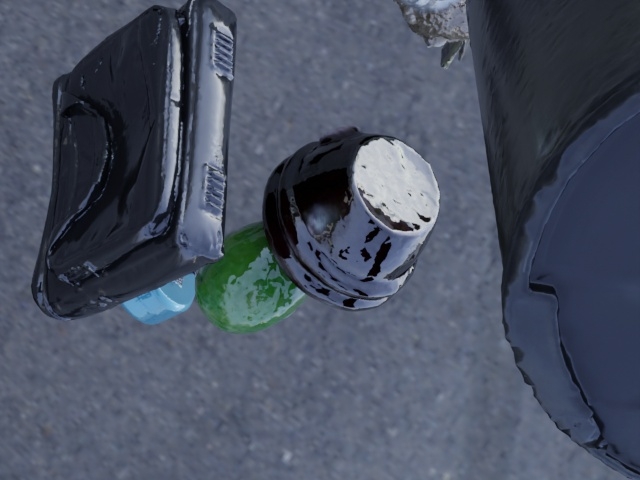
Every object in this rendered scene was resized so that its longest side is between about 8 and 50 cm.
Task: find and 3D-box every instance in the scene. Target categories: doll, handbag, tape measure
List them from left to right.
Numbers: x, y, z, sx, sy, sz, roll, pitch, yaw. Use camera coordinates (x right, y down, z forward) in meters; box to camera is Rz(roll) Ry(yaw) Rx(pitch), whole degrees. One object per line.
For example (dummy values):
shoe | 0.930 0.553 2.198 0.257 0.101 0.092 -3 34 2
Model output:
handbag | -0.179 -0.076 1.439 0.088 0.244 0.275 19 60 -39
tape measure | -0.217 0.040 1.974 0.081 0.125 0.146 -26 137 23
doll | 0.128 -0.257 1.590 0.105 0.115 0.221 -26 150 14

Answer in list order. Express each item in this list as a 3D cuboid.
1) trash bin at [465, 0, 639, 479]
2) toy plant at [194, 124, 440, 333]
trash bin | 0.168 -0.050 0.649 0.203 0.301 0.252 -12 117 9
toy plant | 0.000 0.000 1.551 0.218 0.175 0.235 -23 169 -46
